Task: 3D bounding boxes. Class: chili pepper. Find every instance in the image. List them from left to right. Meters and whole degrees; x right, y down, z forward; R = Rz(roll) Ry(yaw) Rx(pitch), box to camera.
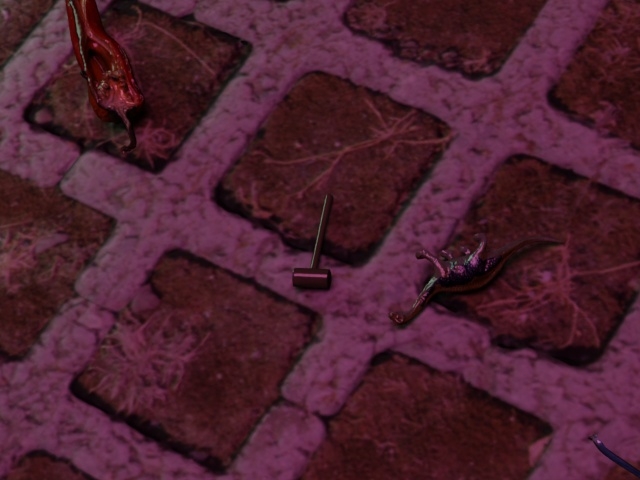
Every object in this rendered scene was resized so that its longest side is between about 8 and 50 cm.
[{"bbox_3d":[-0.234,-0.187,1.856,0.059,0.050,0.268,-11,53,-20],"label":"chili pepper"}]

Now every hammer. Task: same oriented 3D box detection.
[{"bbox_3d":[0.000,0.000,1.712,0.036,0.019,0.110,3,54,14],"label":"hammer"}]

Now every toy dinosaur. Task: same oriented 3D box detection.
[{"bbox_3d":[0.139,0.020,1.657,0.180,0.037,0.058,-28,80,2],"label":"toy dinosaur"}]

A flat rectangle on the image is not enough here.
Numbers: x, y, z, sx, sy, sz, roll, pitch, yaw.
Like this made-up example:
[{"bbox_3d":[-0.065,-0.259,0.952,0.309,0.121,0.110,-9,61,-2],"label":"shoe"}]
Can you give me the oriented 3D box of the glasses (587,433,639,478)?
[{"bbox_3d":[0.213,0.263,1.404,0.190,0.220,0.088,-34,19,-9],"label":"glasses"}]
